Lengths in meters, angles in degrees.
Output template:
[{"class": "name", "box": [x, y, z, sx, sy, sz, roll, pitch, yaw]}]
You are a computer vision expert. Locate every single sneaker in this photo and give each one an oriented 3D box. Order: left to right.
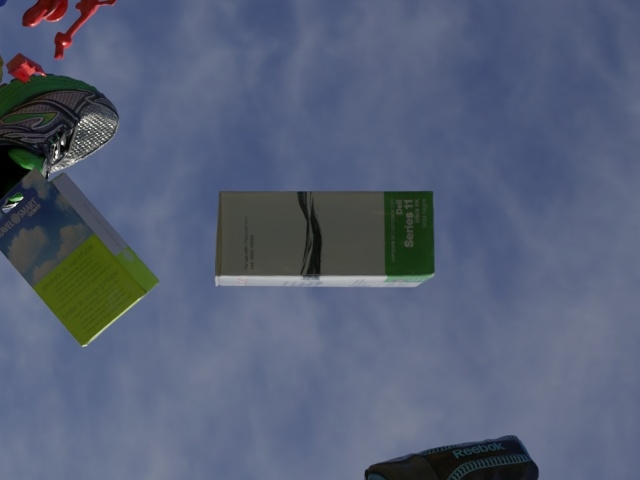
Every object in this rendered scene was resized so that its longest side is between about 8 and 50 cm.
[{"class": "sneaker", "box": [-0.356, -0.096, 1.956, 0.146, 0.343, 0.134, 25, -58, 27]}, {"class": "sneaker", "box": [0.127, 0.300, 1.430, 0.341, 0.140, 0.125, 84, -17, -46]}]

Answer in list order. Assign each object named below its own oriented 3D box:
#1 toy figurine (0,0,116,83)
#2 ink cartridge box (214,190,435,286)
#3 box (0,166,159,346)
[{"class": "toy figurine", "box": [-0.408, -0.370, 1.853, 0.191, 0.217, 0.362, -35, -117, 13]}, {"class": "ink cartridge box", "box": [0.000, 0.000, 1.627, 0.208, 0.153, 0.087, 0, -95, -4]}, {"class": "box", "box": [-0.272, 0.013, 1.779, 0.109, 0.042, 0.178, -39, -87, 25]}]
